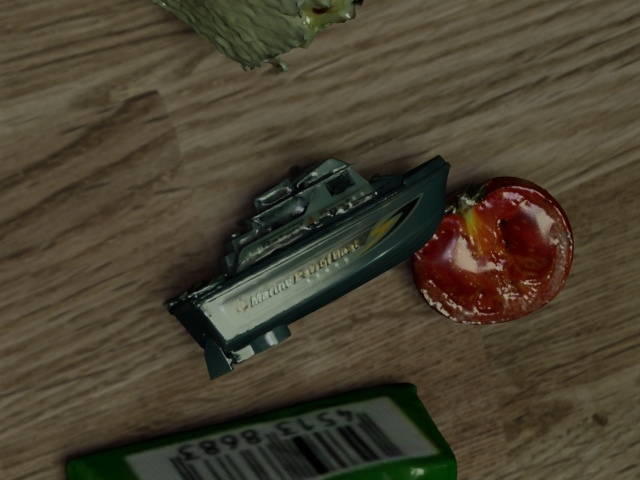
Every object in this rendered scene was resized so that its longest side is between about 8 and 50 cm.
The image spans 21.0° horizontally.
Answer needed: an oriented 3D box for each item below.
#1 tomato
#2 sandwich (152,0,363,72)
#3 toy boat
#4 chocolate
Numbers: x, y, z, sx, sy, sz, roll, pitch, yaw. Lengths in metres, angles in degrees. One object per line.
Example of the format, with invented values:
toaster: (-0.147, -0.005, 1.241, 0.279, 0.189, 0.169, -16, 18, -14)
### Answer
tomato: (0.164, 0.003, 1.674, 0.159, 0.091, 0.139, -28, 106, 11)
sandwich: (-0.074, -0.277, 1.360, 0.131, 0.262, 0.325, -48, 140, -20)
toy boat: (-0.003, -0.002, 1.572, 0.296, 0.114, 0.122, -32, 95, -17)
chocolate: (-0.035, 0.338, 1.611, 0.360, 0.161, 0.341, -11, 110, -25)
